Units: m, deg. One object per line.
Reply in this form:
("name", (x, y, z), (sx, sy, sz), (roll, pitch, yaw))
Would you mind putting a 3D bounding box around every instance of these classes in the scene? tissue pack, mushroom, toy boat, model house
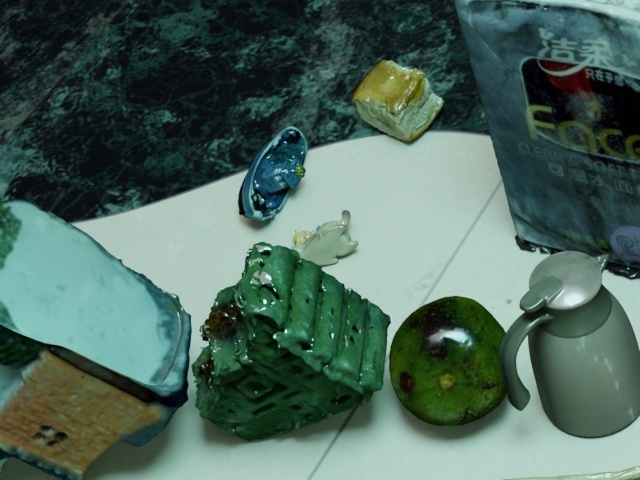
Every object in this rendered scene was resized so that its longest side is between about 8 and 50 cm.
("tissue pack", (0.287, -0.118, 1.422), (0.259, 0.361, 0.122), (15, 57, 29))
("mushroom", (0.206, 0.229, 1.385), (0.286, 0.026, 0.028), (-12, 63, 8))
("toy boat", (-0.051, -0.075, 1.715), (0.061, 0.060, 0.137), (-6, 41, 44))
("model house", (-0.309, 0.144, 1.518), (0.291, 0.253, 0.184), (-48, 24, 28))

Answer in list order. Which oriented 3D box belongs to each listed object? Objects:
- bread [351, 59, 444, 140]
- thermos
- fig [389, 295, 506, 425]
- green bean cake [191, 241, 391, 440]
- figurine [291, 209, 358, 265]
("bread", (0.091, -0.161, 1.733), (0.083, 0.076, 0.070), (28, 76, 36))
("thermos", (0.228, 0.099, 1.370), (0.137, 0.193, 0.105), (-32, 48, -8))
("fig", (0.131, 0.112, 1.470), (0.123, 0.123, 0.156), (-9, 10, 13))
("green bean cake", (-0.059, 0.108, 1.443), (0.208, 0.193, 0.107), (-26, 49, 36))
("figurine", (0.000, 0.000, 1.649), (0.083, 0.047, 0.050), (-24, 31, 8))
